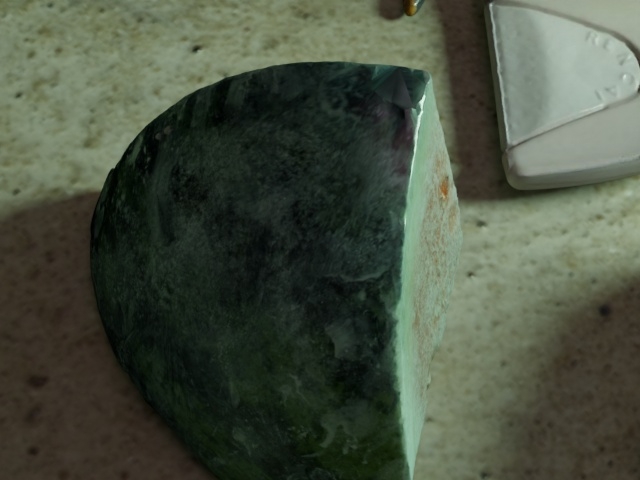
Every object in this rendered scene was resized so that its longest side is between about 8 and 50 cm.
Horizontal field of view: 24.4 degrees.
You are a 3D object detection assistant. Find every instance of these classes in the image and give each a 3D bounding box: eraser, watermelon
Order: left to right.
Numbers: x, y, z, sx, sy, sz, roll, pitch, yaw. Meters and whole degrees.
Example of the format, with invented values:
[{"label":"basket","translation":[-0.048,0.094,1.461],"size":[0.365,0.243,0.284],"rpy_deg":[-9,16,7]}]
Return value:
[{"label":"watermelon","translation":[0.000,0.000,0.943],"size":[0.214,0.289,0.320],"rpy_deg":[-4,41,-47]},{"label":"eraser","translation":[0.249,-0.122,1.132],"size":[0.243,0.059,0.204],"rpy_deg":[2,59,-6]}]

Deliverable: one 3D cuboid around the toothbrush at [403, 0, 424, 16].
[{"label":"toothbrush","translation":[0.114,-0.305,1.237],"size":[0.031,0.023,0.321],"rpy_deg":[19,58,4]}]
